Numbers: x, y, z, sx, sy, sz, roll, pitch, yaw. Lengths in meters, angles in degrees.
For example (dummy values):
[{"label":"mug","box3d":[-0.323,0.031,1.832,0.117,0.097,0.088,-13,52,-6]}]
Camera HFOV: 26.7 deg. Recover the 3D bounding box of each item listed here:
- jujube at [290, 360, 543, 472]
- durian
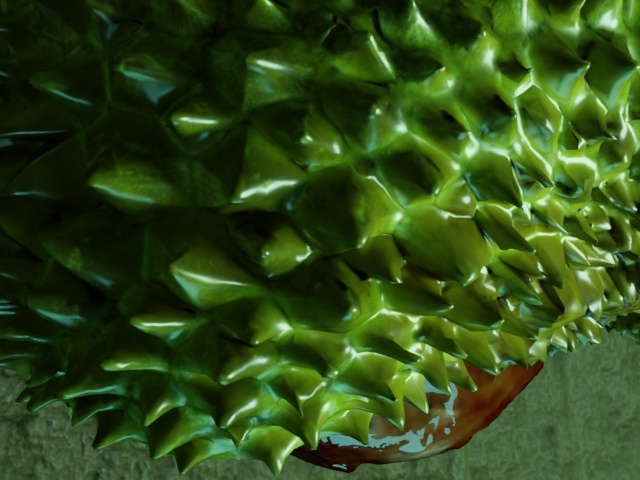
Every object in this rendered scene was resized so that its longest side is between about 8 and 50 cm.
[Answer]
[{"label":"jujube","box3d":[0.012,-0.017,0.639,0.197,0.197,0.290,-5,-147,-5]},{"label":"durian","box3d":[0.005,-0.040,0.397,0.237,0.176,0.200,-7,-173,-17]}]
